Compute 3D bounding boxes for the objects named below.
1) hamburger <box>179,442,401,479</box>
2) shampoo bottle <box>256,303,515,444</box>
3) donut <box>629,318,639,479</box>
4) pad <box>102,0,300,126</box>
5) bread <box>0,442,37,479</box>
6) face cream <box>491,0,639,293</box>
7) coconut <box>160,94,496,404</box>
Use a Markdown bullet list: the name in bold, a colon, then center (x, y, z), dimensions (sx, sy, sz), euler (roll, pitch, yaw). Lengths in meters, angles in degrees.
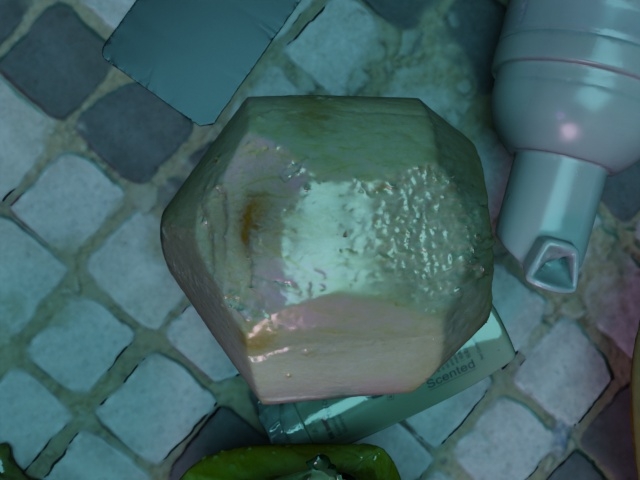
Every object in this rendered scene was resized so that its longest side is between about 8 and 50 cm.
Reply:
- **hamburger**: center (-0.017, 0.216, 0.540), dimensions (0.214, 0.125, 0.235), euler (-13, 126, -6)
- **shampoo bottle**: center (0.053, 0.117, 0.606), dimensions (0.212, 0.049, 0.072), euler (-28, 94, -3)
- **donut**: center (0.438, 0.148, 0.546), dimensions (0.448, 0.198, 0.449), euler (0, 92, 3)
- **pad**: center (-0.095, -0.186, 0.616), dimensions (0.112, 0.003, 0.157), euler (36, 88, -3)
- **bread**: center (-0.279, 0.304, 0.522), dimensions (0.196, 0.238, 0.252), euler (27, 93, -44)
- **face cream**: center (0.205, -0.144, 0.566), dimensions (0.145, 0.145, 0.370), euler (17, 90, -4)
- **coconut**: center (0.000, 0.004, 0.524), dimensions (0.241, 0.241, 0.241), euler (0, 91, -4)
